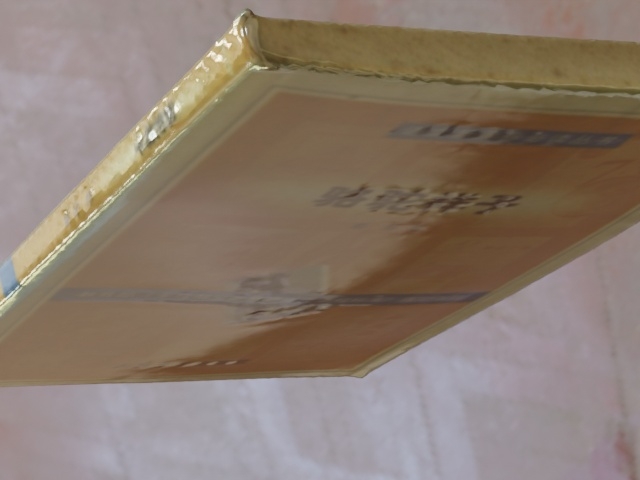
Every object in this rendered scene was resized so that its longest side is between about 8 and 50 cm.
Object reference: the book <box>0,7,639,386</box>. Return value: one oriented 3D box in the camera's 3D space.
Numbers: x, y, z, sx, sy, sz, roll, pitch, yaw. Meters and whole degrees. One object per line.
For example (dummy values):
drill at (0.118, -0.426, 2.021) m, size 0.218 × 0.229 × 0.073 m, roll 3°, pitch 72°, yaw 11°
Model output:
book at (0.000, 0.001, 0.540) m, size 0.241 × 0.170 × 0.018 m, roll -37°, pitch 59°, yaw 54°
